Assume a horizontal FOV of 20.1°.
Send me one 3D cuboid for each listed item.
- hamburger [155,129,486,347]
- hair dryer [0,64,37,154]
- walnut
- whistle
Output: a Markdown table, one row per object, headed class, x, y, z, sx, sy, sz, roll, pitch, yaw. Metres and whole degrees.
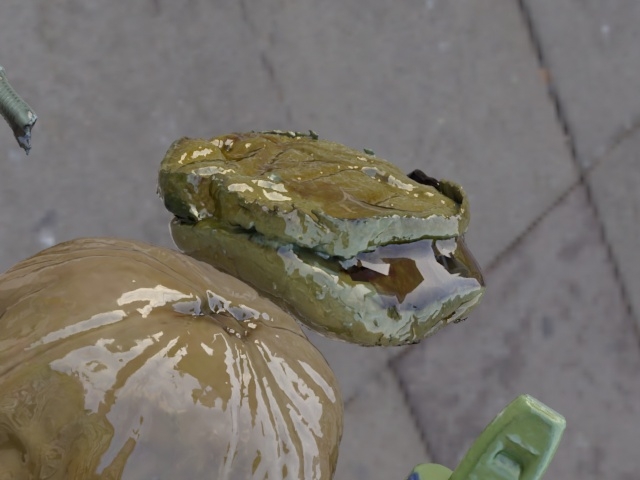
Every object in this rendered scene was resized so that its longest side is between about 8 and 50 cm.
| class | x | y | z | sx | sy | sz | roll | pitch | yaw |
| --- | --- | --- | --- | --- | --- | --- | --- | --- | --- |
| hamburger | 0.001 | -0.001 | 1.577 | 0.265 | 0.285 | 0.134 | -17 | 121 | -48 |
| hair dryer | -0.340 | -0.166 | 1.349 | 0.229 | 0.092 | 0.267 | -3 | 48 | -15 |
| walnut | -0.102 | 0.113 | 0.891 | 0.228 | 0.228 | 0.228 | 5 | 84 | -47 |
| whistle | 0.077 | 0.192 | 1.108 | 0.105 | 0.227 | 0.085 | 32 | 18 | -3 |
